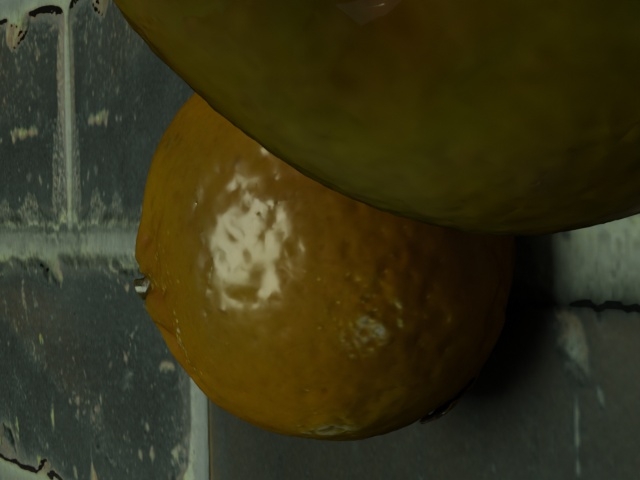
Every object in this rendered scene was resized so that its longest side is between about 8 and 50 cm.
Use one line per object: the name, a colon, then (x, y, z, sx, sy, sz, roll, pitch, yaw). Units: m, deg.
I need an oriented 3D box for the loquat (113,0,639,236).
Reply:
loquat: (0.077, -0.170, 0.630, 0.328, 0.359, 0.328, 8, 110, 22)

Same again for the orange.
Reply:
orange: (0.002, 0.000, 0.925, 0.219, 0.193, 0.219, 44, 145, 43)
